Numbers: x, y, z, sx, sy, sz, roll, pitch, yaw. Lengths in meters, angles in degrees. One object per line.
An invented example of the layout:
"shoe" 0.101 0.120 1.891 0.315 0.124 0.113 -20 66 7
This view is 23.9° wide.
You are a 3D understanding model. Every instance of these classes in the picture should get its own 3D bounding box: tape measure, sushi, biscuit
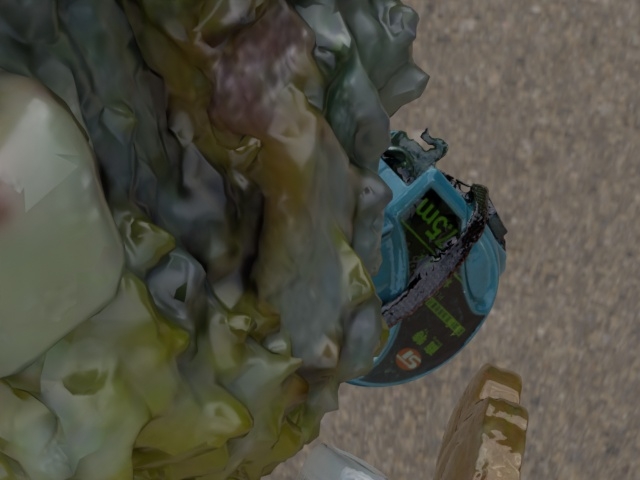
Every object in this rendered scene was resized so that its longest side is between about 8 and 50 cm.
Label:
"tape measure" 0.041 0.019 0.861 0.146 0.125 0.081 -41 43 2
"sushi" -0.124 -0.089 0.527 0.240 0.396 0.351 -6 43 27
"biscuit" 0.097 0.256 1.176 0.051 0.269 0.376 16 40 1

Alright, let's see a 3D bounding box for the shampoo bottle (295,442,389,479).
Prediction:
"shampoo bottle" -0.026 0.245 1.012 0.051 0.108 0.220 28 86 -17
